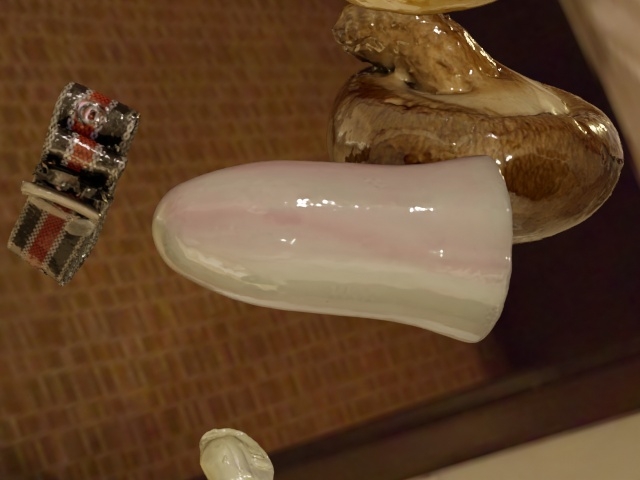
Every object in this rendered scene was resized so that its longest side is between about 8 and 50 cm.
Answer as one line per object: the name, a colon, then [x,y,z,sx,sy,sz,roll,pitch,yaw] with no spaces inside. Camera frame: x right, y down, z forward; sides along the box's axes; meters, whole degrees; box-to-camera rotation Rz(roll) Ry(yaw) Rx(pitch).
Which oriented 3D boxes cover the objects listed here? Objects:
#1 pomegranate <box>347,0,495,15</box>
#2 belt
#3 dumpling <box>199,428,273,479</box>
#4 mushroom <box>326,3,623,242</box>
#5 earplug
pomegranate: [0.058,-0.221,0.947,0.196,0.196,0.196,32,47,-41]
belt: [-0.269,-0.049,1.717,0.094,0.359,0.126,24,68,-8]
dumpling: [-0.074,0.197,1.410,0.052,0.057,0.076,64,-11,-17]
mushroom: [0.161,-0.104,1.717,0.345,0.239,0.345,9,43,-9]
earplug: [0.000,0.000,1.419,0.301,0.172,0.172,3,63,-15]
